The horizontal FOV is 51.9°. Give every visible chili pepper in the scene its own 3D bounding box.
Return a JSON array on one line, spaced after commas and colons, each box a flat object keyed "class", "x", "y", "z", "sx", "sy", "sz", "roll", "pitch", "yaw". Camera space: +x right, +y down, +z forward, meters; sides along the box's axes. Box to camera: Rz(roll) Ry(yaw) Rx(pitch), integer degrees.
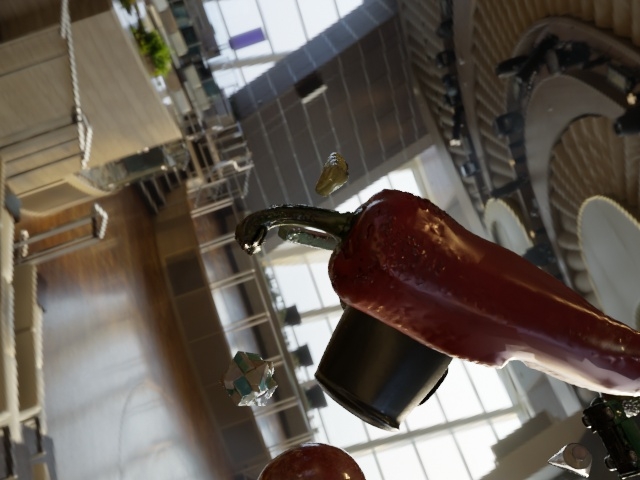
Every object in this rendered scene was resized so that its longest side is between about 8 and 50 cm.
[{"class": "chili pepper", "x": 0.122, "y": 0.044, "z": 0.531, "sx": 0.110, "sy": 0.387, "sz": 0.110, "roll": -63, "pitch": -174, "yaw": 11}]

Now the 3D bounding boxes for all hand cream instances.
[{"class": "hand cream", "x": 0.518, "y": 0.451, "z": 1.345, "sx": 0.142, "sy": 0.084, "sz": 0.053, "roll": 73, "pitch": 39, "yaw": -58}]

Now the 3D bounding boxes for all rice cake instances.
[{"class": "rice cake", "x": 0.000, "y": -0.001, "z": 1.254, "sx": 0.208, "sy": 0.033, "sz": 0.033, "roll": 12, "pitch": 18, "yaw": -46}]

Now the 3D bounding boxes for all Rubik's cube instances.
[{"class": "Rubik's cube", "x": -0.109, "y": 0.213, "z": 1.028, "sx": 0.075, "sy": 0.073, "sz": 0.084, "roll": 39, "pitch": 13, "yaw": 25}]

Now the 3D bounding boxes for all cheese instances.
[{"class": "cheese", "x": 0.013, "y": -0.075, "z": 0.764, "sx": 0.030, "sy": 0.044, "sz": 0.083, "roll": 43, "pitch": 13, "yaw": -13}]

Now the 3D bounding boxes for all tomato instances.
[{"class": "tomato", "x": -0.015, "y": 0.601, "z": 1.501, "sx": 0.227, "sy": 0.270, "sz": 0.270, "roll": -97, "pitch": 170, "yaw": -61}]

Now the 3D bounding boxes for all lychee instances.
[{"class": "lychee", "x": 0.639, "y": 0.315, "z": 1.391, "sx": 0.114, "sy": 0.146, "sz": 0.114, "roll": 49, "pitch": 17, "yaw": -21}]

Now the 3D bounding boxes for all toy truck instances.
[{"class": "toy truck", "x": 0.587, "y": 0.389, "z": 1.296, "sx": 0.065, "sy": 0.079, "sz": 0.147, "roll": -44, "pitch": -117, "yaw": 44}]

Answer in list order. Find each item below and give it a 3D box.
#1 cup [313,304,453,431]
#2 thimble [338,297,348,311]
[{"class": "cup", "x": 0.106, "y": 0.185, "z": 0.963, "sx": 0.223, "sy": 0.176, "sz": 0.169, "roll": 40, "pitch": -11, "yaw": -36}, {"class": "thimble", "x": 0.153, "y": 0.105, "z": 1.438, "sx": 0.229, "sy": 0.148, "sz": 0.196, "roll": -16, "pitch": -95, "yaw": 55}]
